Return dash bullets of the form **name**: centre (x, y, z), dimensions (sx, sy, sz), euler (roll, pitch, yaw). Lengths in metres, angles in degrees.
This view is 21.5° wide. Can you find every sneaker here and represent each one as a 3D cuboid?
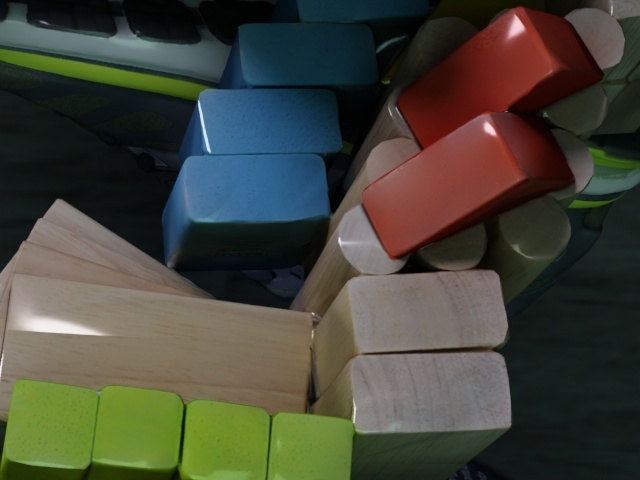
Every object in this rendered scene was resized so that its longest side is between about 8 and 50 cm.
- **sneaker**: centre (-0.029, -0.040, 0.605), dimensions (0.299, 0.111, 0.121), euler (15, 126, -3)

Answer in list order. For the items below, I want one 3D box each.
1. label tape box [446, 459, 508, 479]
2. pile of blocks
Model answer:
- **label tape box**: centre (0.063, 0.191, 0.626), dimensions (0.347, 0.249, 0.115), euler (30, 107, -15)
- **pile of blocks**: centre (0.000, 0.000, 0.453), dimensions (0.149, 0.112, 0.362), euler (30, 65, 0)
